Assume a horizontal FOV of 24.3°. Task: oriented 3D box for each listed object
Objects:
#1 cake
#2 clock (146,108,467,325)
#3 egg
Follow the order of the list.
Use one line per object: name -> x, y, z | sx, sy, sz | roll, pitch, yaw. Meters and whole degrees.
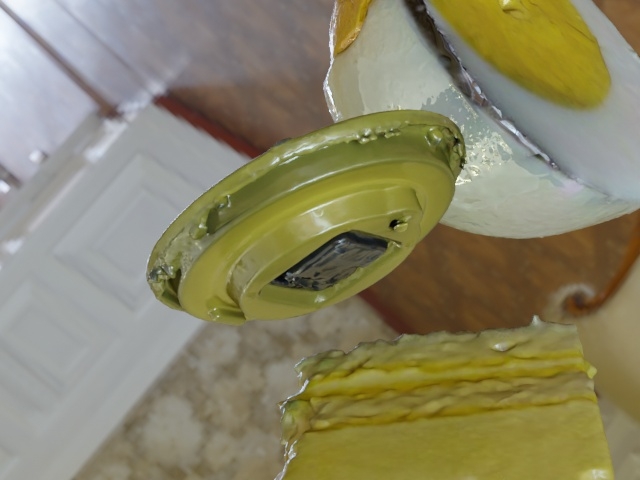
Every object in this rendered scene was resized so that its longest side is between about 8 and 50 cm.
cake -> 0.082, 0.218, 0.931 | 0.286, 0.228, 0.222 | -89, -9, -62
clock -> 0.000, 0.000, 0.990 | 0.237, 0.237, 0.057 | 80, 165, -68
egg -> 0.127, -0.115, 1.244 | 0.337, 0.337, 0.201 | 41, 126, -6
